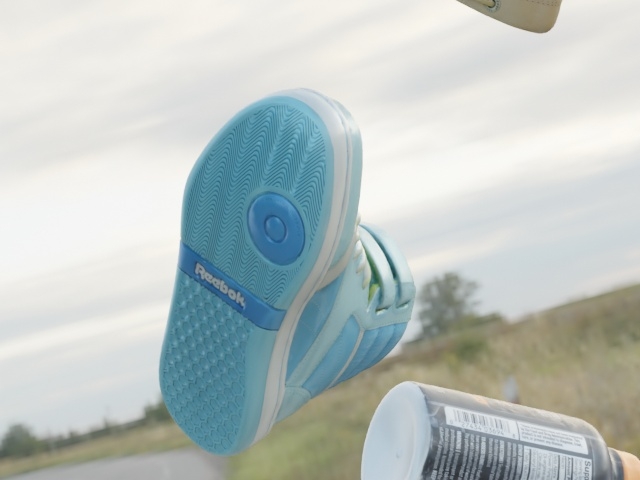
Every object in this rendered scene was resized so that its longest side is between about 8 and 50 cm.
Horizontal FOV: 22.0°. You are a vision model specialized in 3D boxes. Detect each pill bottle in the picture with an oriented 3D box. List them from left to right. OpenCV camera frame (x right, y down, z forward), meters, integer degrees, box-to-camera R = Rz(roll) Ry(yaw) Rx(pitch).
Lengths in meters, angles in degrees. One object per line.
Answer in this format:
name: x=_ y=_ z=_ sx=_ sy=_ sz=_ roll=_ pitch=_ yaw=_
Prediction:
pill bottle: x=0.171 y=0.213 z=1.484 sx=0.246 sy=0.130 sz=0.130 roll=15 pitch=-17 yaw=-21

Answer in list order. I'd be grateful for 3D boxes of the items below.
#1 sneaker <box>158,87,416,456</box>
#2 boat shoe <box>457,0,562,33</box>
sneaker: x=0.000 y=0.000 z=1.222 sx=0.208 sy=0.127 sz=0.319 roll=-25 pitch=-32 yaw=-42
boat shoe: x=0.051 y=-0.253 z=1.343 sx=0.341 sy=0.110 sz=0.122 roll=24 pitch=26 yaw=37
